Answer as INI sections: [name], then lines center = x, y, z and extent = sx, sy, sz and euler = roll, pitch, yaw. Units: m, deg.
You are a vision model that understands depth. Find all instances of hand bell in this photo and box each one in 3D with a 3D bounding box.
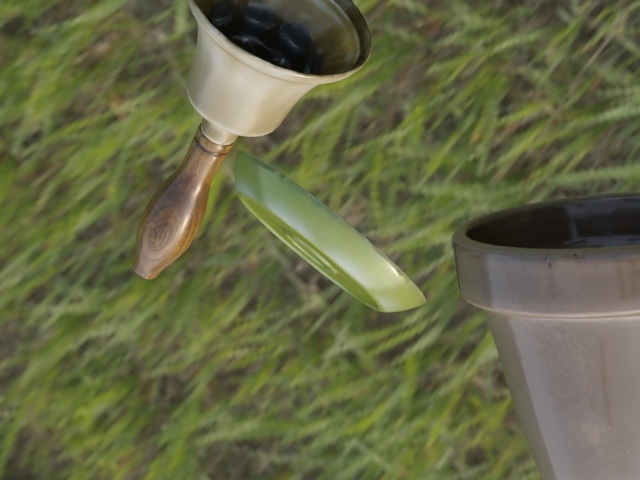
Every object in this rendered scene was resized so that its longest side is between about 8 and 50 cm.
[hand bell]
center = -0.074, -0.061, 1.313
extent = 0.126, 0.126, 0.242
euler = 35, 127, 6

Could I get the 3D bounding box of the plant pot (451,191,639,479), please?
[plant pot]
center = 0.248, 0.092, 1.680
extent = 0.263, 0.263, 0.229
euler = 1, 102, 28

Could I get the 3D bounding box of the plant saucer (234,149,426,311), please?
[plant saucer]
center = 0.000, 0.000, 1.982
extent = 0.241, 0.241, 0.037
euler = 38, 85, 4
